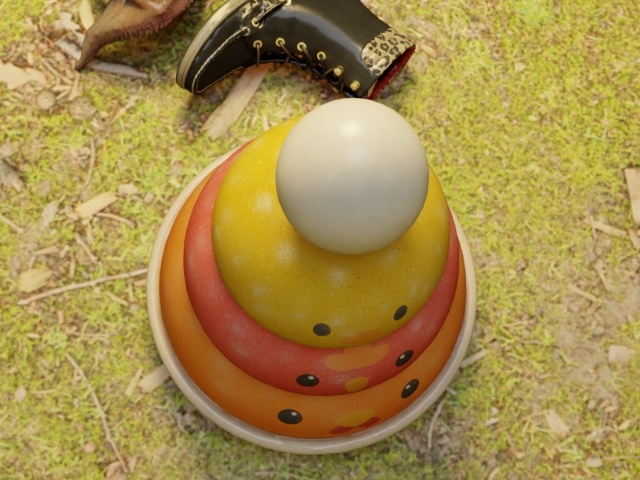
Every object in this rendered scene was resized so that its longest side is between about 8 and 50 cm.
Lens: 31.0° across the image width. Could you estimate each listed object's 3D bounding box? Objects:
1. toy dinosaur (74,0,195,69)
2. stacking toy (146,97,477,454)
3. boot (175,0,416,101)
[{"bbox_3d":[-0.163,-0.302,1.281,0.200,0.127,0.296,31,85,5],"label":"toy dinosaur"},{"bbox_3d":[0.000,0.000,1.035,0.350,0.480,0.351,1,75,-2],"label":"stacking toy"},{"bbox_3d":[-0.025,-0.206,1.287,0.178,0.085,0.236,43,70,9],"label":"boot"}]
